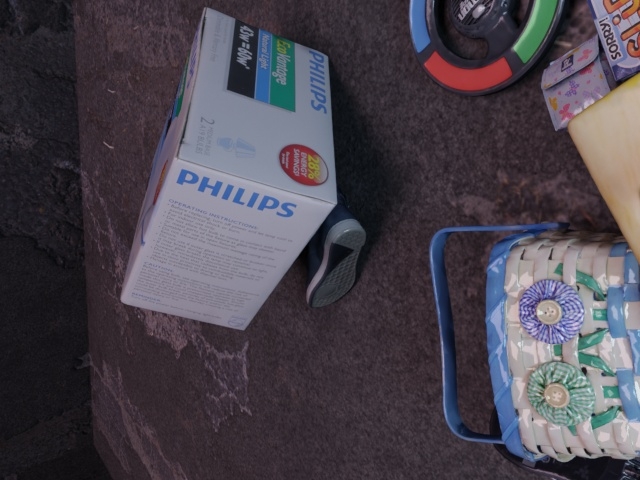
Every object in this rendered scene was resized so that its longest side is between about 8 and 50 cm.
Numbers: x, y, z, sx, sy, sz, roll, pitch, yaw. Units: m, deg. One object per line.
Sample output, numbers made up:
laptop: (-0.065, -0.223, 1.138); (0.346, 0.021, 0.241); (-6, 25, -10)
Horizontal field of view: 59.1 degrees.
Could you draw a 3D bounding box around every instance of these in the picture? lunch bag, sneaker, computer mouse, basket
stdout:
lunch bag: (0.280, -0.167, 0.607); (0.071, 0.053, 0.084); (-25, 70, 50)
sneaker: (0.002, -0.001, 0.984); (0.164, 0.086, 0.226); (61, 148, 35)
computer mouse: (0.308, 0.283, 0.635); (0.261, 0.060, 0.184); (5, 68, 45)
basket: (0.237, 0.097, 0.600); (0.288, 0.200, 0.255); (-13, 82, 57)

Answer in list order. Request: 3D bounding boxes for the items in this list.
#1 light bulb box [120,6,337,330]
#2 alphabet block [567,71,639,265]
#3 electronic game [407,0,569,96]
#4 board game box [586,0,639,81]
light bulb box: (-0.155, -0.105, 0.933); (0.361, 0.225, 0.358); (127, 151, -44)
alphabet block: (0.351, -0.059, 0.430); (0.192, 0.193, 0.197); (-38, 69, 47)
electronic game: (0.195, -0.294, 0.688); (0.229, 0.048, 0.230); (16, 111, 49)
board game box: (0.322, -0.276, 0.540); (0.136, 0.035, 0.201); (-26, 78, 51)
